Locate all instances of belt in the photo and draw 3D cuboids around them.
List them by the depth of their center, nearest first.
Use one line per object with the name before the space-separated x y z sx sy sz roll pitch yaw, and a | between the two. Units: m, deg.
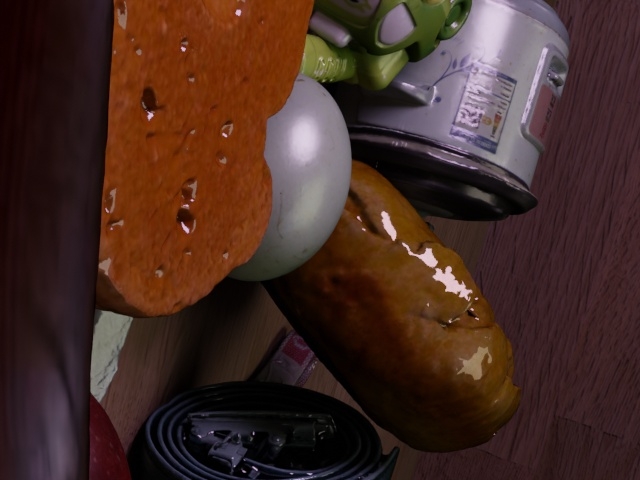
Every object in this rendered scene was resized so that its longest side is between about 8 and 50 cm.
belt | -0.048 0.224 1.475 0.206 0.267 0.116 -126 -140 -54
belt | -0.062 0.184 1.771 0.232 0.053 0.071 -53 165 -50

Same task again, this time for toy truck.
toy truck | 0.043 -0.225 1.482 0.211 0.148 0.187 -58 156 6

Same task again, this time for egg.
egg | -0.048 -0.058 1.319 0.149 0.149 0.192 63 46 -70

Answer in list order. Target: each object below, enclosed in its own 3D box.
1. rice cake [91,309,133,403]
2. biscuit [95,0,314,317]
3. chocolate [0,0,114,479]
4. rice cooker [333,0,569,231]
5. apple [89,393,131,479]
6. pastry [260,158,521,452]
rice cake | -0.194 0.079 1.173 0.081 0.051 0.290 26 81 -42
biscuit | -0.098 -0.169 1.077 0.350 0.078 0.455 16 87 -72
chocolate | -0.211 -0.031 0.372 0.383 0.383 0.331 4 98 -75
rice cooker | 0.136 -0.148 1.679 0.316 0.264 0.317 -45 142 -51
apple | -0.215 0.159 0.846 0.218 0.218 0.201 -54 156 -49
pastry | 0.056 0.062 1.504 0.164 0.356 0.356 -41 161 -4
